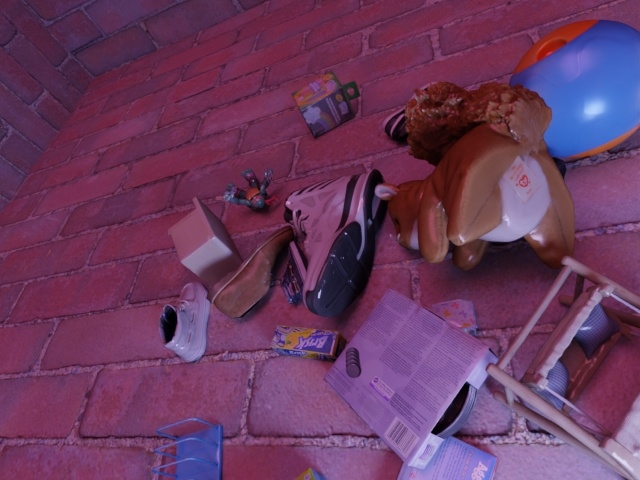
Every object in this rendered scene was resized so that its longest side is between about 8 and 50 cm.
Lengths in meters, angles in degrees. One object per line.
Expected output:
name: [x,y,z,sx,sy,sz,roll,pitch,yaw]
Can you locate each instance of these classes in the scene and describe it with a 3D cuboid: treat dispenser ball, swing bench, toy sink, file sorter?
treat dispenser ball: [0.569,-0.329,0.916,0.288,0.288,0.288,-15,50,18]
swing bench: [0.450,0.205,0.653,0.255,0.165,0.253,30,73,40]
toy sink: [-0.361,0.003,1.264,0.131,0.152,0.234,-37,47,-1]
file sorter: [-0.289,0.486,0.882,0.118,0.104,0.170,-22,48,13]

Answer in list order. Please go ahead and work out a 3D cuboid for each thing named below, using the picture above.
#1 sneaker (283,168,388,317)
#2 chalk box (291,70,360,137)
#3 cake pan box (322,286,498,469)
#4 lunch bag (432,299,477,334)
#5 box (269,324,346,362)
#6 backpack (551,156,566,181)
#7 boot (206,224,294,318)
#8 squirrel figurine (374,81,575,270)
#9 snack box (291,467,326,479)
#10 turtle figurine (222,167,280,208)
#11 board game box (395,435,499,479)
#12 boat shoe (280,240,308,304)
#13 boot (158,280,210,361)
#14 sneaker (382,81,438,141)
sneaker: [0.001,0.000,1.076,0.258,0.169,0.447,-2,46,33]
chalk box: [0.031,-0.485,1.441,0.213,0.132,0.132,-27,47,6]
cake pan box: [0.165,0.250,0.798,0.267,0.070,0.245,29,83,49]
lunch bag: [0.279,0.165,0.855,0.083,0.053,0.071,-19,46,29]
box: [-0.030,0.240,0.964,0.169,0.054,0.059,0,56,28]
backpack: [0.456,-0.142,0.949,0.115,0.151,0.182,-36,41,-23]
boot: [-0.163,0.088,1.148,0.115,0.112,0.305,40,75,13]
squirrel figurine: [0.292,-0.135,0.895,0.370,0.281,0.396,179,95,-69]
snack box: [-0.058,0.542,0.720,0.207,0.070,0.174,-37,37,0]
turtle figurine: [-0.227,-0.159,1.341,0.175,0.118,0.234,-29,29,-14]
board game box: [0.181,0.468,0.690,0.145,0.027,0.281,13,63,37]
boat shoe: [-0.074,0.082,1.104,0.083,0.065,0.183,-31,46,8]
boot: [-0.377,0.196,1.141,0.095,0.123,0.258,-26,47,9]
sneaker: [0.304,-0.375,1.250,0.217,0.079,0.121,-40,49,7]
